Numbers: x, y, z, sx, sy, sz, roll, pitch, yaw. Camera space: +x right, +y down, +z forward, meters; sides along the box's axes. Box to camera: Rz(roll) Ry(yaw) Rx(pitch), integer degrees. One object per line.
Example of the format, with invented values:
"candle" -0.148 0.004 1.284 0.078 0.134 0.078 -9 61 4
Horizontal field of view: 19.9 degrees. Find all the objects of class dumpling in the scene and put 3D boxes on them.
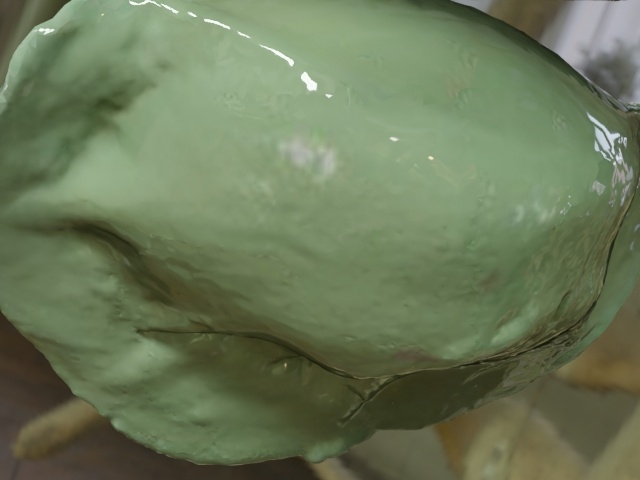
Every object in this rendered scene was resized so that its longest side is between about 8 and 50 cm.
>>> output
"dumpling" 0.014 -0.026 0.855 0.320 0.270 0.212 21 57 -4
